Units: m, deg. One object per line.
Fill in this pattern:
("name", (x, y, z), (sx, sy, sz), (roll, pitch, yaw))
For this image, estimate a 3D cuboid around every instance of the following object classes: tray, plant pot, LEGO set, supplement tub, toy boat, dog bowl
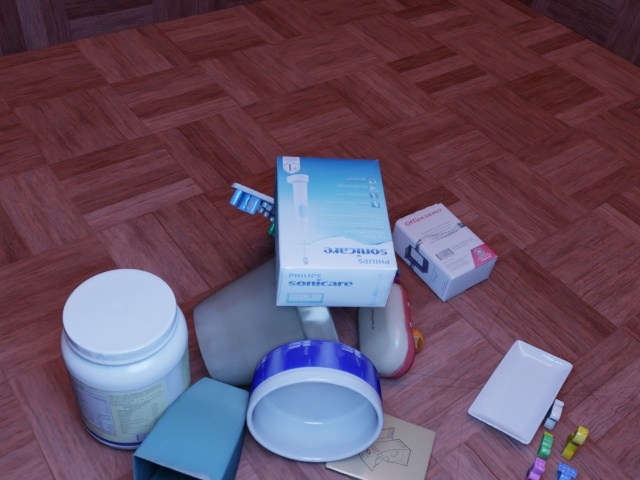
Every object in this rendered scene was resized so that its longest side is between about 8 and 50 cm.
("tray", (0.465, 0.349, 1.484), (0.145, 0.030, 0.270), (23, 46, 30))
("plant pot", (-0.117, 0.186, 1.409), (0.280, 0.323, 0.323), (-17, 48, -2))
("plant pot", (-0.232, 0.396, 1.254), (0.165, 0.166, 0.234), (16, 39, 8))
("LEGO set", (0.516, 0.436, 1.368), (0.087, 0.093, 0.227), (25, 46, 16))
("supplement tub", (-0.378, 0.237, 1.271), (0.235, 0.325, 0.235), (4, 44, -4))
("toy boat", (0.182, 0.223, 1.525), (0.151, 0.151, 0.231), (27, 39, -23))
("dog bowl", (-0.010, 0.321, 1.272), (0.265, 0.265, 0.104), (6, 38, -3))

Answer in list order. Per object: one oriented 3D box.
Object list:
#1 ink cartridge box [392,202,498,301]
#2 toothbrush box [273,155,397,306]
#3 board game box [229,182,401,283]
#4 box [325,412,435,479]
("ink cartridge box", (0.331, 0.026, 1.749), (0.172, 0.100, 0.237), (-22, 53, -27))
("toothbrush box", (0.019, -0.022, 1.271), (0.216, 0.126, 0.295), (1, 49, -8))
("board game box", (0.000, 0.000, 1.570), (0.390, 0.390, 0.050), (23, 84, 14))
("box", (0.130, 0.443, 1.356), (0.201, 0.021, 0.164), (18, 45, 9))
